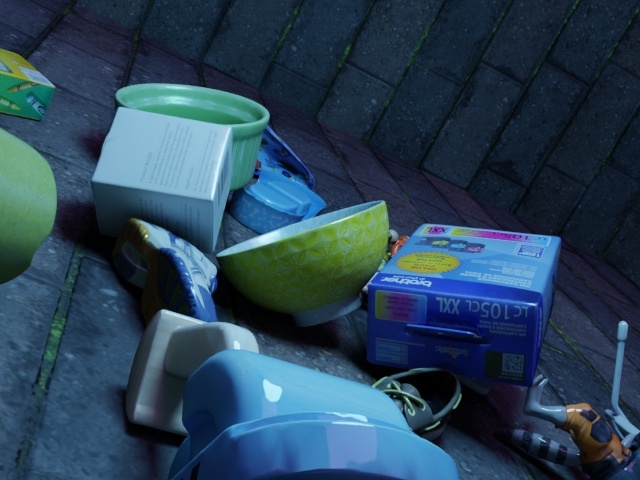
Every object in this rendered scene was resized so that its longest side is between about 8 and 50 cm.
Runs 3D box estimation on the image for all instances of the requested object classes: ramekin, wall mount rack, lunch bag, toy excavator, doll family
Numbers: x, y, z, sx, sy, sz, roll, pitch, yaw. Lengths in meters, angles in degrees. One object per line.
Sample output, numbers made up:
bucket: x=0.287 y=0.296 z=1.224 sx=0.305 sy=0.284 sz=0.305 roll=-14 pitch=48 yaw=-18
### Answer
ramekin: x=-0.262 y=-0.204 z=1.689 sx=0.304 sy=0.148 sz=0.303 roll=9 pitch=22 yaw=-4
wall mount rack: x=0.614 y=0.321 z=1.503 sx=0.304 sy=0.130 sz=0.350 roll=54 pitch=0 yaw=-12
lunch bag: x=-0.143 y=-0.238 z=2.203 sx=0.293 sy=0.138 sz=0.221 roll=28 pitch=10 yaw=-40
toy excavator: x=-0.063 y=0.186 z=0.741 sx=0.222 sy=0.433 sz=0.445 roll=21 pitch=45 yaw=-24
doll family: x=0.119 y=0.077 z=1.712 sx=0.163 sy=0.118 sz=0.263 roll=37 pitch=35 yaw=7

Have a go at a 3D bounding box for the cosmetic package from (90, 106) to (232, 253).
cosmetic package: x=-0.242 y=-0.092 z=1.317 sx=0.184 sy=0.151 sz=0.151 roll=10 pitch=56 yaw=0

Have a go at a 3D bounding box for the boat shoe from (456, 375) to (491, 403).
boat shoe: x=0.230 y=0.236 z=1.483 sx=0.142 sy=0.040 sz=0.049 roll=32 pitch=25 yaw=15

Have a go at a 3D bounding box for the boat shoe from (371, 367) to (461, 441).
boat shoe: x=0.107 y=0.237 z=1.175 sx=0.109 sy=0.091 sz=0.305 roll=36 pitch=17 yaw=26

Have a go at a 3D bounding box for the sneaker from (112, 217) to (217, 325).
sneaker: x=-0.188 y=0.059 z=1.192 sx=0.131 sy=0.111 sz=0.296 roll=17 pitch=20 yaw=-37

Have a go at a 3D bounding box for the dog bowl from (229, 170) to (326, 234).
dog bowl: x=-0.097 y=-0.077 z=1.840 sx=0.166 sy=0.074 sz=0.297 roll=32 pitch=15 yaw=11

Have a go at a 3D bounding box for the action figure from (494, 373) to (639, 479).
action figure: x=0.465 y=0.367 z=1.373 sx=0.330 sy=0.178 sz=0.341 roll=41 pitch=-11 yaw=20

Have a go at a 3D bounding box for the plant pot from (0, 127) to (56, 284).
plant pot: x=-0.440 y=-0.056 z=0.916 sx=0.276 sy=0.276 sz=0.254 roll=38 pitch=6 yaw=29

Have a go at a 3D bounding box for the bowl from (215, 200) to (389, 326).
bowl: x=-0.011 y=0.050 z=1.384 sx=0.289 sy=0.290 sz=0.156 roll=-36 pitch=109 yaw=-73

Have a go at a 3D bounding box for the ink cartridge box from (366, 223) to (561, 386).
ink cartridge box: x=0.241 y=0.105 z=1.402 sx=0.270 sy=0.151 sz=0.395 roll=6 pitch=21 yaw=20

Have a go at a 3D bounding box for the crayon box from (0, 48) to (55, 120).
crayon box: x=-0.674 y=-0.324 z=1.612 sx=0.165 sy=0.081 sz=0.278 roll=39 pitch=19 yaw=34
